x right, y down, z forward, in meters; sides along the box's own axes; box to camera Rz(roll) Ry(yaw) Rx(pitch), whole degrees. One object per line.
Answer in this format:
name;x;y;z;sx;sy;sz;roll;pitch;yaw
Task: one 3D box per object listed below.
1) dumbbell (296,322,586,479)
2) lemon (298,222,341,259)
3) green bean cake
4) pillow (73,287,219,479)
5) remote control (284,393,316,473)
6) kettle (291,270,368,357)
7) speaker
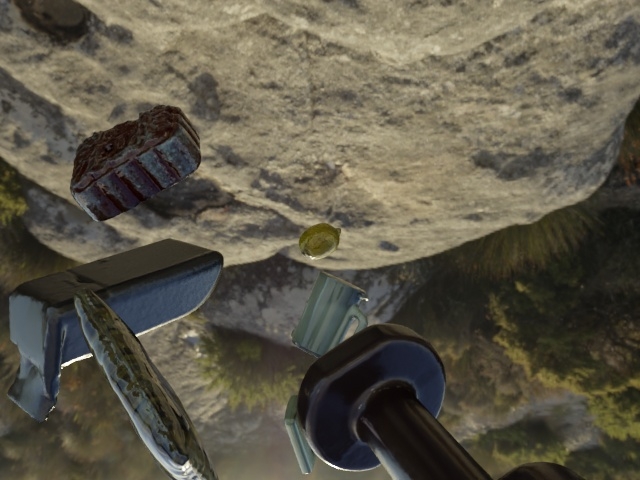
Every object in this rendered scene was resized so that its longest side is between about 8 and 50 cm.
dumbbell;0.081;0.167;0.415;0.140;0.225;0.124;-31;119;-12
lemon;0.000;0.000;1.340;0.110;0.082;0.082;-30;140;-3
green bean cake;-0.329;-0.149;0.999;0.232;0.198;0.097;-26;127;7
pillow;-0.173;0.172;0.580;0.212;0.052;0.208;44;155;28
remote control;-0.051;0.524;1.524;0.038;0.098;0.233;-3;125;16
kettle;0.024;0.148;1.066;0.127;0.148;0.098;24;179;5
speaker;-0.371;0.137;1.030;0.180;0.388;0.184;13;115;41
